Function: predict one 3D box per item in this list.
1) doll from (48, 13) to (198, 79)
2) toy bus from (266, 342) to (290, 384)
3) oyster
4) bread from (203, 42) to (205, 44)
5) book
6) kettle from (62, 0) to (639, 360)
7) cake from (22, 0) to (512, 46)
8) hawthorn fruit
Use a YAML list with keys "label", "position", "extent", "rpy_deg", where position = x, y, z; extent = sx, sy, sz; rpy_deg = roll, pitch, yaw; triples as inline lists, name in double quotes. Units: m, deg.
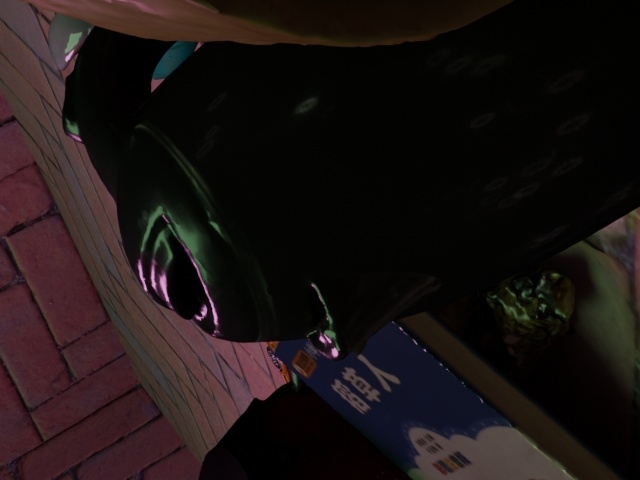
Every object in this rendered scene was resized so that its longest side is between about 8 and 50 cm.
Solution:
- label: "doll"
  position: [-0.177, -0.267, 1.065]
  extent: [0.153, 0.195, 0.258]
  rpy_deg: [26, 130, -2]
- label: "toy bus"
  position: [0.008, 0.188, 1.346]
  extent: [0.088, 0.083, 0.194]
  rpy_deg: [20, 137, 62]
- label: "oyster"
  position: [0.119, 0.065, 0.882]
  extent: [0.128, 0.079, 0.345]
  rpy_deg: [67, 166, 5]
- label: "bread"
  position: [-0.015, -0.153, 0.818]
  extent: [0.209, 0.110, 0.192]
  rpy_deg: [58, 161, 6]
- label: "book"
  position: [0.144, 0.190, 0.876]
  extent: [0.428, 0.039, 0.300]
  rpy_deg: [41, 160, 6]
- label: "kettle"
  position: [0.013, -0.075, 0.573]
  extent: [0.268, 0.290, 0.207]
  rpy_deg: [50, 161, 31]
- label: "cake"
  position: [0.020, -0.215, 0.297]
  extent: [0.321, 0.332, 0.332]
  rpy_deg: [10, 129, 57]
- label: "hawthorn fruit"
  position: [0.017, 0.287, 1.121]
  extent: [0.316, 0.316, 0.316]
  rpy_deg: [51, 161, 26]
